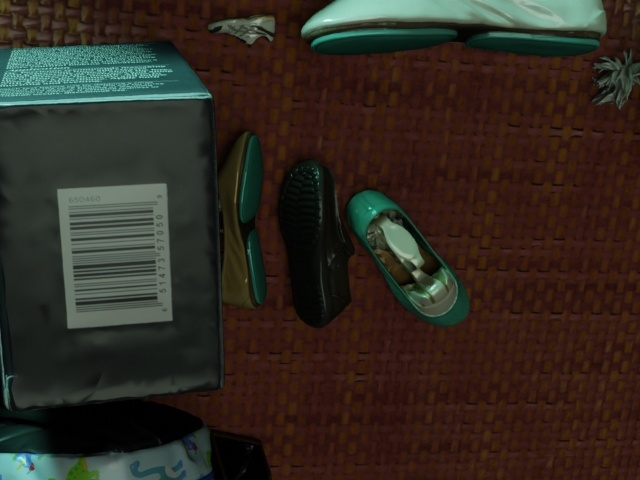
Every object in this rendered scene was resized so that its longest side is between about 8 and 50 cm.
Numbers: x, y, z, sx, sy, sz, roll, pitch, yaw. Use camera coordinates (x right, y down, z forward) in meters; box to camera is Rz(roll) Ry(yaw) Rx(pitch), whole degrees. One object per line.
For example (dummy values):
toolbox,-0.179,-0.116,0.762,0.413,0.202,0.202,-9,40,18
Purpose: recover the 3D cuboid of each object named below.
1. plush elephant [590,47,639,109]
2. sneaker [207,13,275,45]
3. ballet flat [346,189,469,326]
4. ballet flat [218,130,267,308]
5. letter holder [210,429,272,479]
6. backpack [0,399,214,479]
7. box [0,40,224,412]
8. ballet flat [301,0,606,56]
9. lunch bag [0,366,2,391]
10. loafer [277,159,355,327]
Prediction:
plush elephant,0.533,-0.228,1.365,0.330,0.255,0.272,-25,114,-4
sneaker,-0.094,-0.253,1.326,0.083,0.032,0.037,-7,108,-11
ballet flat,0.123,0.038,1.442,0.083,0.087,0.247,-41,112,1
ballet flat,-0.112,-0.023,1.375,0.073,0.080,0.232,3,106,16
letter holder,-0.174,0.425,1.421,0.152,0.214,0.302,15,103,-18
backpack,-0.279,0.281,1.218,0.355,0.290,0.273,-20,78,25
box,-0.234,-0.042,1.162,0.212,0.395,0.293,-4,107,-12
ballet flat,0.163,-0.294,1.340,0.400,0.139,0.139,-3,108,-17
lunch bag,-0.463,0.048,1.152,0.239,0.385,0.328,0,109,17
loafer,0.000,0.000,1.416,0.078,0.080,0.220,-19,113,-43
